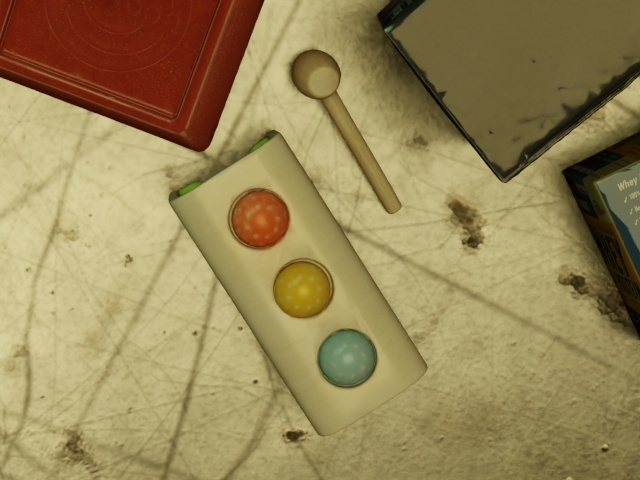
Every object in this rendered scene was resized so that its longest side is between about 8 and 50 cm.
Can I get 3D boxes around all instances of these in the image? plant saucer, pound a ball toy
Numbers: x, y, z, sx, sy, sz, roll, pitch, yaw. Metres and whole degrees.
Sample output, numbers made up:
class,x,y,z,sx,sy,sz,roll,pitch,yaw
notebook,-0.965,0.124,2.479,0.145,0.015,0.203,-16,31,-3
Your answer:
class,x,y,z,sx,sy,sz,roll,pitch,yaw
plant saucer,-0.188,-0.229,1.741,0.258,0.048,0.259,21,115,-4
pound a ball toy,0.000,0.000,1.791,0.208,0.136,0.319,-32,99,-1

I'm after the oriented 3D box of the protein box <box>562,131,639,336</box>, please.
class,x,y,z,sx,sy,sz,roll,pitch,yaw
protein box,0.379,-0.017,1.826,0.200,0.136,0.201,-27,99,-2

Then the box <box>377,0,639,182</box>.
class,x,y,z,sx,sy,sz,roll,pitch,yaw
box,0.214,-0.224,1.688,0.294,0.296,0.183,-40,97,6
